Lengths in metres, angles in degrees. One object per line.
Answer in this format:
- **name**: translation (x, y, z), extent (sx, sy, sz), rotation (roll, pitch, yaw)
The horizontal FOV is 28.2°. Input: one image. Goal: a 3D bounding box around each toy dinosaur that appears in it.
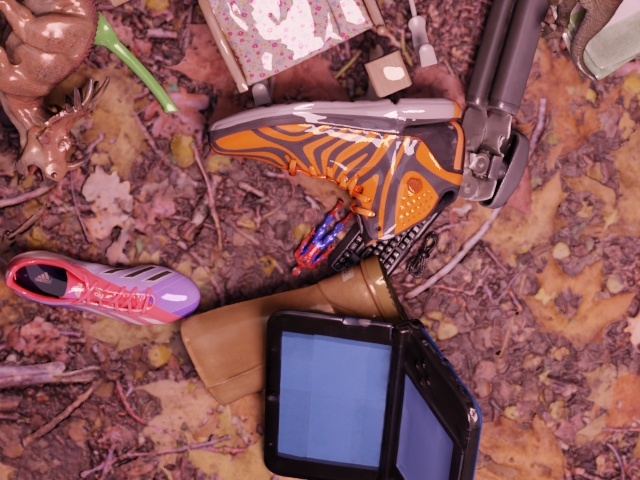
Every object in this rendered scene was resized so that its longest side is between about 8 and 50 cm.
- **toy dinosaur**: translation (-0.325, -0.230, 1.536), extent (0.200, 0.127, 0.295), rotation (25, 124, -15)
- **toy dinosaur**: translation (0.316, -0.338, 1.521), extent (0.160, 0.121, 0.313), rotation (-33, 107, -18)

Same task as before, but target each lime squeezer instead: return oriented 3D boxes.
- **lime squeezer**: translation (-0.250, -0.311, 1.596), extent (0.110, 0.059, 0.310), rotation (-5, 97, 1)

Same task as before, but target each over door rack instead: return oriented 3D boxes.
- **over door rack**: translation (-0.011, -0.353, 1.576), extent (0.240, 0.108, 0.324), rotation (-14, 111, 3)

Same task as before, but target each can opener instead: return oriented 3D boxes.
- **can opener**: translation (0.234, -0.182, 1.618), extent (0.095, 0.076, 0.283), rotation (12, 95, -47)

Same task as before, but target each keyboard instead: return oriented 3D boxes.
- **keyboard**: translation (0.103, -0.006, 1.654), extent (0.108, 0.023, 0.180), rotation (38, 97, -5)

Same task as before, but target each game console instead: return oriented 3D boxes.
- **game console**: translation (0.055, 0.248, 1.557), extent (0.173, 0.250, 0.293), rotation (-13, 130, -19)

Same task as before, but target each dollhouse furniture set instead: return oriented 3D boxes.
- **dollhouse furniture set**: translation (-0.094, -0.261, 1.457), extent (0.303, 0.174, 0.355), rotation (-24, 110, 7)

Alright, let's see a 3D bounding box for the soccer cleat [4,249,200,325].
- **soccer cleat**: translation (-0.279, 0.063, 1.625), extent (0.248, 0.095, 0.083), rotation (12, 97, -1)

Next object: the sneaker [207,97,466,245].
- **sneaker**: translation (0.021, -0.081, 1.582), extent (0.321, 0.124, 0.180), rotation (-2, 92, 4)

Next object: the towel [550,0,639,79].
- **towel**: translation (0.368, -0.396, 1.596), extent (0.248, 0.038, 0.324), rotation (-29, 96, 3)

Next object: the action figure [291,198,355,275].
- **action figure**: translation (0.000, 0.000, 1.653), extent (0.038, 0.030, 0.115), rotation (37, 98, -10)

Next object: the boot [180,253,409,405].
- **boot**: translation (-0.011, 0.155, 1.648), extent (0.270, 0.089, 0.236), rotation (-21, 105, 9)
